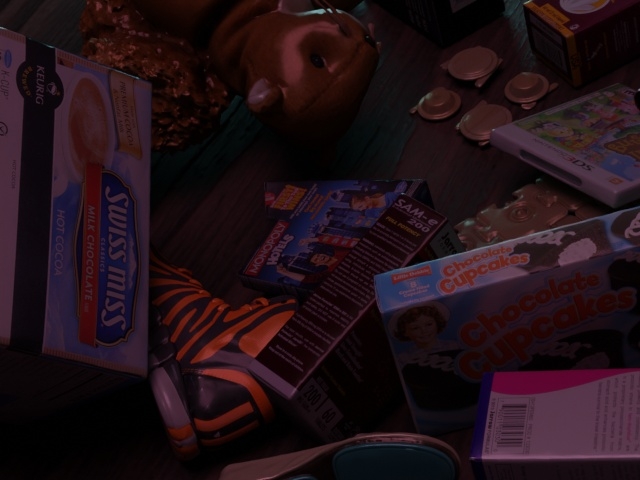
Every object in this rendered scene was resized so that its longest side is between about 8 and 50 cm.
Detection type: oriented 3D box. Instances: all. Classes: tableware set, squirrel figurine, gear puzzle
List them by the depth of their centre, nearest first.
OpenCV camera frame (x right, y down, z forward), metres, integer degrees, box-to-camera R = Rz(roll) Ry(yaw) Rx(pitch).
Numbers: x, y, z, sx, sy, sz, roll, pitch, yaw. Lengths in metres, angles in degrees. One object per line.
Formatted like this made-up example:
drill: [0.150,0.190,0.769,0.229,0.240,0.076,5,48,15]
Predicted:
gear puzzle: [0.204,0.028,1.745,0.339,0.044,0.175,-29,38,-12]
tableware set: [0.197,-0.178,1.995,0.141,0.020,0.168,-41,46,-22]
squirrel figurine: [-0.111,-0.235,2.001,0.397,0.281,0.370,-32,61,8]

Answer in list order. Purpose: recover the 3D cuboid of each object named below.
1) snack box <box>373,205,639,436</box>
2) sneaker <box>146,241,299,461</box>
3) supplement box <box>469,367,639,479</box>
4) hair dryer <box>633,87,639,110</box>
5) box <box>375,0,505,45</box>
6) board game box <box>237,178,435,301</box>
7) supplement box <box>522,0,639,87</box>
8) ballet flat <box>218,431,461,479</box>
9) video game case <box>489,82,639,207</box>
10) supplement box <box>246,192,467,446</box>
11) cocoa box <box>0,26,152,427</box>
snack box: [0.227,0.076,1.568,0.322,0.187,0.060,-15,40,5]
sneaker: [-0.116,0.089,1.752,0.180,0.124,0.321,-20,51,-9]
supplement box: [0.259,0.191,1.485,0.220,0.114,0.111,-4,41,19]
hair dryer: [0.498,-0.192,1.836,0.293,0.080,0.224,-8,39,5]
box: [0.132,-0.375,2.137,0.108,0.153,0.207,-31,42,-15]
board game box: [0.000,0.000,1.837,0.194,0.060,0.194,11,48,31]
supplement box: [0.359,-0.279,2.000,0.188,0.081,0.104,-28,41,-11]
ballet flat: [0.013,0.224,1.572,0.248,0.086,0.086,-13,40,8]
video game case: [0.331,-0.111,1.818,0.212,0.023,0.193,-21,36,-33]
supplement box: [0.051,0.086,1.629,0.073,0.130,0.239,31,74,41]
cocoa box: [-0.328,-0.008,1.696,0.231,0.228,0.347,-25,58,44]
